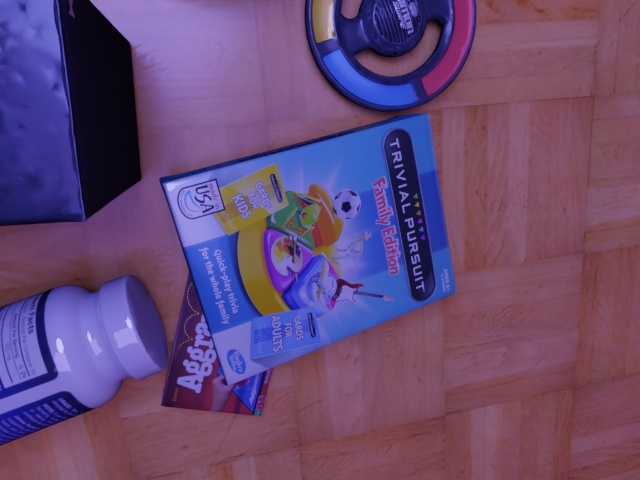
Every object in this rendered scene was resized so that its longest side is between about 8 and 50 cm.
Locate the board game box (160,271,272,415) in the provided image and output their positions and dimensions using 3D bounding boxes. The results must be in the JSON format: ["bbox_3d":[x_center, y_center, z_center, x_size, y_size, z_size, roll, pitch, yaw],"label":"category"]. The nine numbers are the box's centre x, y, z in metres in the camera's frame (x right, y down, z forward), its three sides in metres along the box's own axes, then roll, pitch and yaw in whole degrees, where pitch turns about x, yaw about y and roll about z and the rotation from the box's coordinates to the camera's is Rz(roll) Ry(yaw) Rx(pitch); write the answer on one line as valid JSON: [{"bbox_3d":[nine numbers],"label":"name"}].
[{"bbox_3d":[-0.123,0.109,0.665,0.145,0.027,0.281,12,101,-14],"label":"board game box"}]

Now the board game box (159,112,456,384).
[{"bbox_3d":[0.000,0.000,0.613,0.336,0.079,0.254,-19,107,-17],"label":"board game box"}]

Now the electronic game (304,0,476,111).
[{"bbox_3d":[0.093,-0.283,0.606,0.229,0.048,0.229,-3,104,-12],"label":"electronic game"}]

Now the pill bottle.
[{"bbox_3d":[-0.331,0.142,0.560,0.264,0.153,0.153,-19,107,-7],"label":"pill bottle"}]

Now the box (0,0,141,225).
[{"bbox_3d":[-0.335,-0.114,0.420,0.294,0.296,0.183,-5,104,-11],"label":"box"}]
